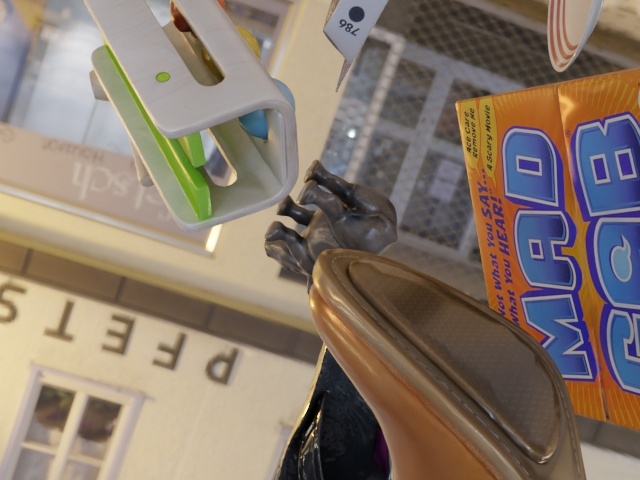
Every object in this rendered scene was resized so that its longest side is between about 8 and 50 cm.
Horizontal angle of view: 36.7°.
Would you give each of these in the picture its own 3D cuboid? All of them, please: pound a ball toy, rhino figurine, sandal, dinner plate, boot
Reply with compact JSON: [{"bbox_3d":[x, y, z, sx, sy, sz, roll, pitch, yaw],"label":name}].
[{"bbox_3d":[-0.128,-0.146,0.912,0.136,0.208,0.319,-21,-128,-15],"label":"pound a ball toy"},{"bbox_3d":[0.000,0.000,0.974,0.106,0.073,0.243,29,156,-9],"label":"rhino figurine"},{"bbox_3d":[0.036,0.285,1.326,0.168,0.445,0.107,6,-162,-10],"label":"sandal"},{"bbox_3d":[0.186,-0.190,0.685,0.017,0.141,0.141,5,-173,1],"label":"dinner plate"},{"bbox_3d":[0.055,0.161,0.475,0.283,0.220,0.109,42,-152,8],"label":"boot"}]

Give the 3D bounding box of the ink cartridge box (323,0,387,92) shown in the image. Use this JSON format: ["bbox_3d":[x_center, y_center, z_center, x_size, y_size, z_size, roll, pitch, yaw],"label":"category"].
[{"bbox_3d":[0.081,-0.374,1.301,0.065,0.332,0.165,26,-151,-9],"label":"ink cartridge box"}]

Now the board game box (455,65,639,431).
[{"bbox_3d":[0.418,-0.021,1.049,0.356,0.356,0.356,-14,-172,-26],"label":"board game box"}]
